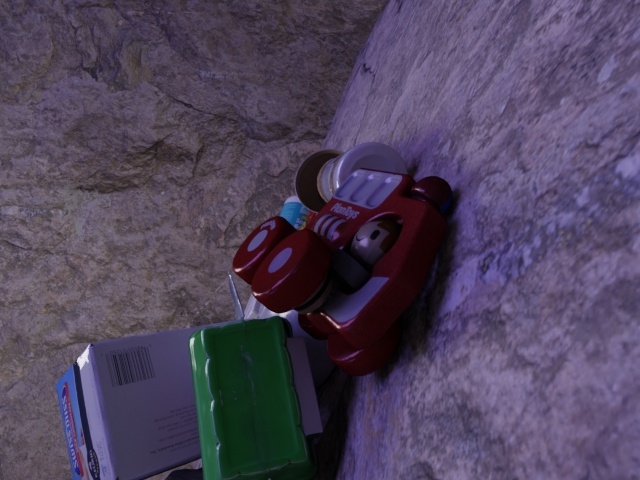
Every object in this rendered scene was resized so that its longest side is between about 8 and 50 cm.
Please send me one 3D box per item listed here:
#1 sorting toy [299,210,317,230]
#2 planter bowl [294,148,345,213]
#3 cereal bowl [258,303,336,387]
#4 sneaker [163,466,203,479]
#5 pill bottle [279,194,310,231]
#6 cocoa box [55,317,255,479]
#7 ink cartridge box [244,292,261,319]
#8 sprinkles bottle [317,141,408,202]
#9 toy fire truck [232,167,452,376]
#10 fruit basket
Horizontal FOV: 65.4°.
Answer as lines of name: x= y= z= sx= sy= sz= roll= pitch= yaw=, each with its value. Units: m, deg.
sorting toy: x=0.000 y=0.000 z=1.309 sx=0.132 sy=0.046 sz=0.274 roll=-65 pitch=21 yaw=15
planter bowl: x=0.030 y=-0.133 z=1.239 sx=0.162 sy=0.162 sz=0.109 roll=-68 pitch=-20 yaw=-3
cereal bowl: x=-0.022 y=0.092 z=0.935 sx=0.339 sy=0.141 sz=0.339 roll=-157 pitch=90 yaw=-81
sneaker: x=-0.251 y=0.477 z=0.868 sx=0.111 sy=0.129 sz=0.297 roll=-61 pitch=-23 yaw=7
pill bottle: x=-0.069 y=-0.043 z=1.598 sx=0.146 sy=0.146 sz=0.264 roll=131 pitch=160 yaw=-66
cocoa box: x=-0.286 y=0.315 z=0.969 sx=0.228 sy=0.347 sz=0.231 roll=-38 pitch=65 yaw=40
ink cartridge box: x=-0.170 y=0.223 z=1.597 sx=0.306 sy=0.131 sz=0.226 roll=-83 pitch=18 yaw=-58
sprinkles bottle: x=0.067 y=-0.117 z=0.978 sx=0.355 sy=0.121 sz=0.121 roll=-137 pitch=70 yaw=-82
toy fire truck: x=0.041 y=0.007 z=0.645 sx=0.254 sy=0.169 sz=0.302 roll=-49 pitch=22 yaw=-6
fruit basket: x=-0.095 y=0.253 z=0.769 sx=0.353 sy=0.165 sz=0.327 roll=94 pitch=164 yaw=-65
